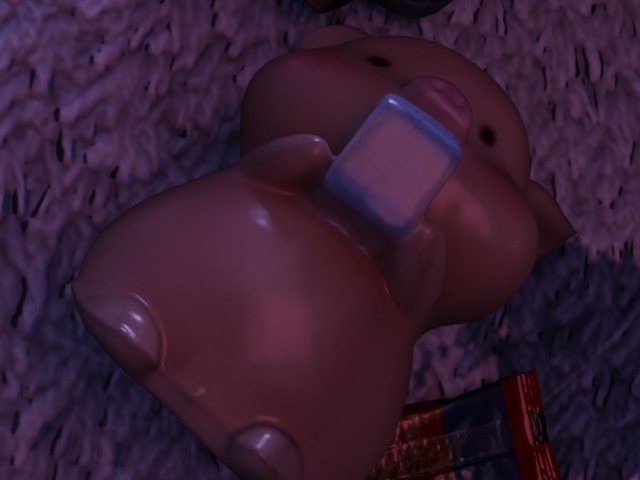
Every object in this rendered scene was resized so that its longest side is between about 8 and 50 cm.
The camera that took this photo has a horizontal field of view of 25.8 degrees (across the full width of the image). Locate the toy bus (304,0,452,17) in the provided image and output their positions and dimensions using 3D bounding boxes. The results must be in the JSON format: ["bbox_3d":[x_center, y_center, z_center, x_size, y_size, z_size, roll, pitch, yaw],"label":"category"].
[{"bbox_3d":[0.129,-0.323,0.818,0.427,0.203,0.233,-37,93,-25],"label":"toy bus"}]

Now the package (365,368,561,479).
[{"bbox_3d":[0.052,0.132,0.803,0.200,0.022,0.083,-9,86,-26],"label":"package"}]

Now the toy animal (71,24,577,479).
[{"bbox_3d":[0.003,-0.003,0.701,0.195,0.213,0.256,43,74,4],"label":"toy animal"}]
